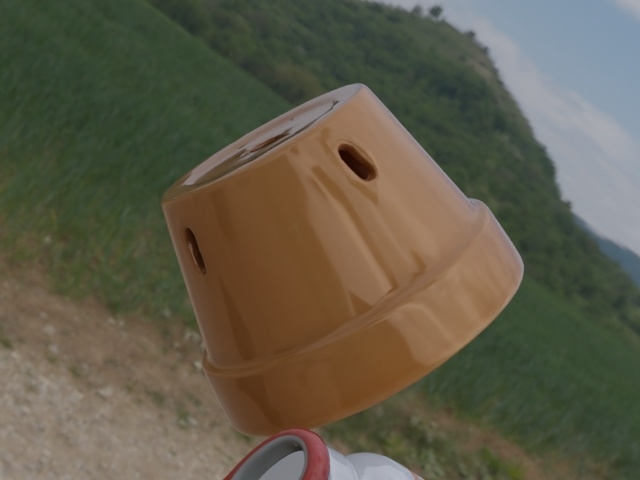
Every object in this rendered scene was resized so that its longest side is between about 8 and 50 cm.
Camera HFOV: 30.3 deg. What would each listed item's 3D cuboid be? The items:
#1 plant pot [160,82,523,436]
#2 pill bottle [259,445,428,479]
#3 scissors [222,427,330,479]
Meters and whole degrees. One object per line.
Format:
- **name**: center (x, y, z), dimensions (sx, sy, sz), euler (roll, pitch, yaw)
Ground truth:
- **plant pot**: center (0.000, 0.000, 1.013), dimensions (0.203, 0.291, 0.291), euler (61, 0, -12)
- **pill bottle**: center (0.049, 0.218, 0.802), dimensions (0.216, 0.121, 0.121), euler (36, 5, -32)
- **scissors**: center (-0.109, 0.185, 0.698), dimensions (0.021, 0.297, 0.109), euler (42, 40, -38)
